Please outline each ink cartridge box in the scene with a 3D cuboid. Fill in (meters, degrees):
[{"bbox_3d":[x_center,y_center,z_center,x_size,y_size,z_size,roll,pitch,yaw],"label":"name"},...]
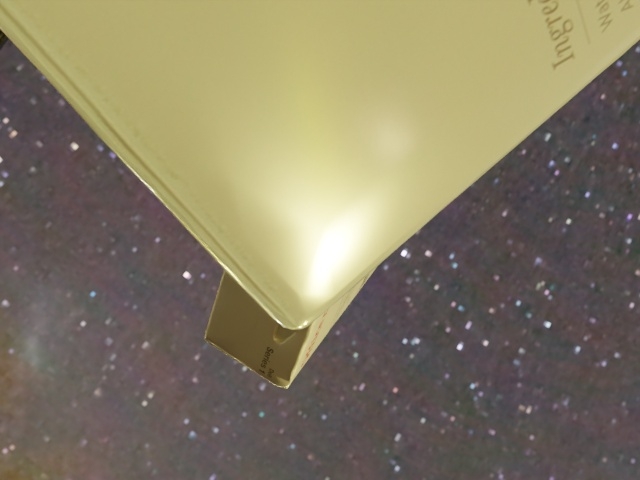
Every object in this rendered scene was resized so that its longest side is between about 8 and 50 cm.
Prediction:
[{"bbox_3d":[0.000,0.000,0.902,0.093,0.219,0.160,30,-48,10],"label":"ink cartridge box"}]

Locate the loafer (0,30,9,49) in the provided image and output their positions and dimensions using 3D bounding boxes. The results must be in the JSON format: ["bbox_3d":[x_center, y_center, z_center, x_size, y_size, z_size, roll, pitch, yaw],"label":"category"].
[{"bbox_3d":[-0.267,-0.190,0.781,0.078,0.223,0.076,36,7,-38],"label":"loafer"}]

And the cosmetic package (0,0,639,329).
[{"bbox_3d":[-0.010,-0.246,0.472,0.329,0.394,0.327,46,-4,41],"label":"cosmetic package"}]
